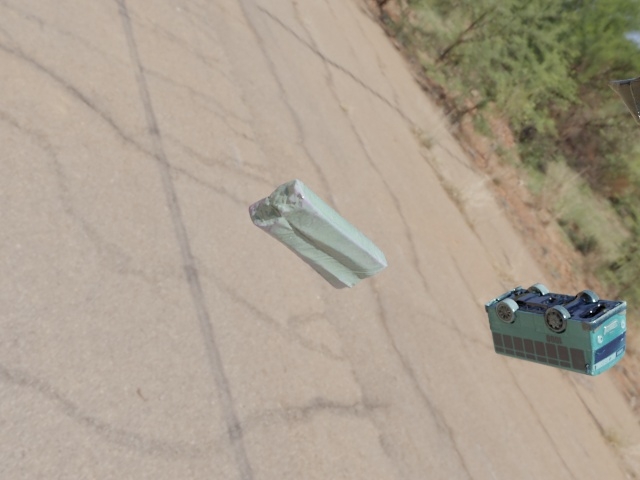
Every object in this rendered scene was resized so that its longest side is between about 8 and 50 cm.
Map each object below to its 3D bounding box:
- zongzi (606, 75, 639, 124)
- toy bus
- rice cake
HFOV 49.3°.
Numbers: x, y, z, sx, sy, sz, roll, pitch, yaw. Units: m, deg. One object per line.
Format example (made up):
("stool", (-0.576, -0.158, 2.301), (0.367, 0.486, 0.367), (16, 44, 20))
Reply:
("zongzi", (0.644, -0.285, 1.453), (0.052, 0.113, 0.104), (-2, 94, -33))
("toy bus", (0.468, 0.176, 1.385), (0.128, 0.256, 0.147), (-21, 105, -32))
("rice cake", (0.000, -0.001, 0.855), (0.222, 0.080, 0.042), (39, 33, -50))
